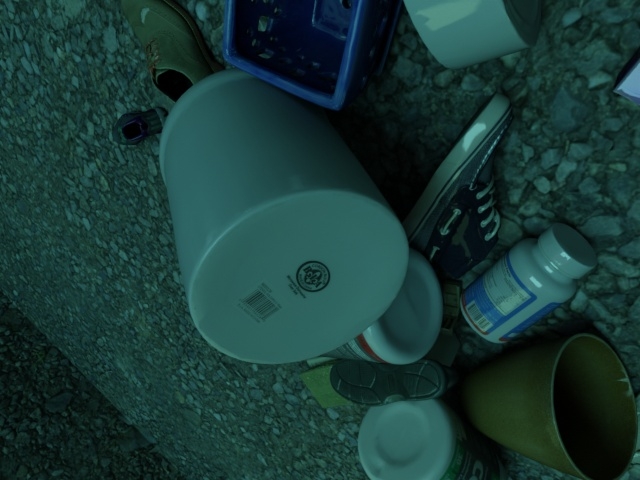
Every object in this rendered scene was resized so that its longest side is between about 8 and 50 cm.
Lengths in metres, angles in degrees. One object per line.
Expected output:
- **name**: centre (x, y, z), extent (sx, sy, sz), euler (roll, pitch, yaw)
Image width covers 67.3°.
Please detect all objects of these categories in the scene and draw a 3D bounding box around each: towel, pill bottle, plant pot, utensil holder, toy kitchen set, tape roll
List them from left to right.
- **utensil holder**: centre (-0.075, -0.052, 0.768), extent (0.386, 0.327, 0.328), euler (-119, 31, -48)
- **plant pot**: centre (0.006, -0.373, 0.752), extent (0.235, 0.212, 0.236), euler (28, 129, 18)
- **towel**: centre (0.023, 0.325, 1.087), extent (0.148, 0.027, 0.110), euler (-33, 95, 44)
- **pill bottle**: centre (0.041, 0.130, 0.962), extent (0.362, 0.210, 0.210), euler (-11, 110, 50)
- **pill bottle**: centre (0.252, 0.466, 1.007), extent (0.204, 0.204, 0.361), euler (-10, 139, 38)
- **toy kitchen set**: centre (0.274, 0.136, 0.958), extent (0.068, 0.075, 0.083), euler (8, 125, 30)
- **tape roll**: centre (0.183, -0.365, 0.586), extent (0.100, 0.286, 0.287), euler (-6, 112, 38)
- **pill bottle**: centre (0.356, 0.074, 0.832), extent (0.124, 0.124, 0.222), euler (42, 132, 7)
- **plant pot**: centre (0.395, 0.302, 0.896), extent (0.237, 0.237, 0.254), euler (55, 147, -5)

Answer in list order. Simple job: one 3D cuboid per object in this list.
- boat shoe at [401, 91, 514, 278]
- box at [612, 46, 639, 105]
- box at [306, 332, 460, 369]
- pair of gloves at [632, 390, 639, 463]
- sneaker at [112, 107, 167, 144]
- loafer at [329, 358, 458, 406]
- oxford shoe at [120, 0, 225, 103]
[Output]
- **boat shoe**: centre (0.263, -0.076, 0.823), extent (0.158, 0.127, 0.341), euler (33, 139, 6)
- **box**: centre (0.516, -0.231, 0.543), extent (0.213, 0.117, 0.243), euler (36, 130, 12)
- **box**: centre (0.135, 0.250, 1.079), extent (0.311, 0.148, 0.121), euler (-23, 103, 43)
- **pair of gloves**: centre (0.631, 0.394, 0.885), extent (0.240, 0.042, 0.204), euler (40, 132, 8)
- **sneaker**: centre (-0.490, -0.286, 1.228), extent (0.223, 0.098, 0.083), euler (-8, 111, 38)
- **loafer**: centre (0.139, 0.273, 0.939), extent (0.267, 0.084, 0.096), euler (-13, 73, 42)
- **oxford shoe**: centre (-0.321, -0.397, 1.021), extent (0.348, 0.130, 0.123), euler (49, 133, 1)
